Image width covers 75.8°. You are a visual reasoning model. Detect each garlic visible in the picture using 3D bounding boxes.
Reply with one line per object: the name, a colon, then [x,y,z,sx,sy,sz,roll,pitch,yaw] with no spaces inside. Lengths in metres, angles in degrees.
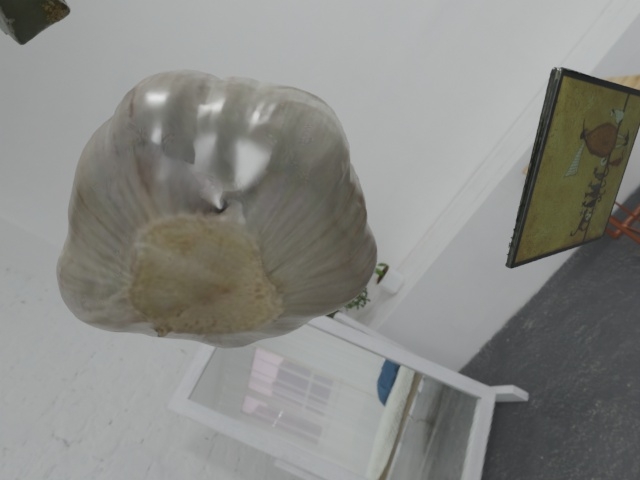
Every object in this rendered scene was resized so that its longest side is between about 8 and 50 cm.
garlic: [-0.106,-0.028,0.440,0.317,0.317,0.259,-55,12,26]

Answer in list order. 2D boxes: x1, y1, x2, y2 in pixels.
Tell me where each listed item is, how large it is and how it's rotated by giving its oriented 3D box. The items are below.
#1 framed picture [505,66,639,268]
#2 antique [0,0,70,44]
framed picture: [0.393,-0.102,0.613,0.014,0.339,0.255,26,117,48]
antique: [-0.619,-0.534,0.781,0.150,0.125,0.284,-50,0,-15]
